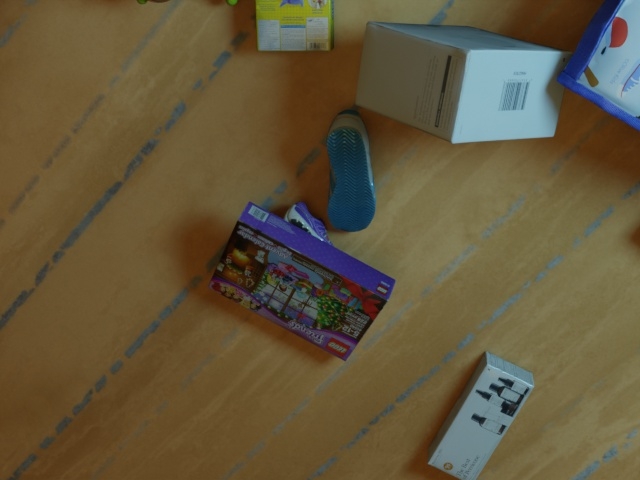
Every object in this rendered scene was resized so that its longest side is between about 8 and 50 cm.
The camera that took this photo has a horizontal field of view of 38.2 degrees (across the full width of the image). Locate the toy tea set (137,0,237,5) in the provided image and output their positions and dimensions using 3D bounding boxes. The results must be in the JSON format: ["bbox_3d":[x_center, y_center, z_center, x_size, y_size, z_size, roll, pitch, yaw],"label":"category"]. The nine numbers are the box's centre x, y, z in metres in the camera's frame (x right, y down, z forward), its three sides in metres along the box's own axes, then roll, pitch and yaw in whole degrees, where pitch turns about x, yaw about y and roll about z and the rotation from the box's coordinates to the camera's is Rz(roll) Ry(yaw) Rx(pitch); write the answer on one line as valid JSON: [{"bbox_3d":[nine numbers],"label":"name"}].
[{"bbox_3d":[-0.224,-0.509,1.434,0.199,0.124,0.336,3,131,12],"label":"toy tea set"}]

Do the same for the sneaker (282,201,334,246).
[{"bbox_3d":[0.000,0.000,1.653,0.068,0.071,0.170,-14,123,36],"label":"sneaker"}]

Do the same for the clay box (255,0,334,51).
[{"bbox_3d":[-0.043,-0.425,1.518,0.127,0.053,0.222,2,108,8],"label":"clay box"}]

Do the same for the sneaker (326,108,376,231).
[{"bbox_3d":[0.055,-0.115,1.595,0.087,0.092,0.229,3,129,6],"label":"sneaker"}]

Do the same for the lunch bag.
[{"bbox_3d":[0.575,-0.289,1.340,0.385,0.239,0.328,21,112,-21],"label":"lunch bag"}]

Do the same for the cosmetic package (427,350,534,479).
[{"bbox_3d":[0.294,0.332,1.717,0.098,0.060,0.239,26,111,1],"label":"cosmetic package"}]

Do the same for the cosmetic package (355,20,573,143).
[{"bbox_3d":[0.212,-0.243,1.401,0.224,0.224,0.138,32,121,46],"label":"cosmetic package"}]

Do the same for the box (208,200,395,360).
[{"bbox_3d":[-0.038,0.078,1.648,0.293,0.057,0.201,28,135,-1],"label":"box"}]
